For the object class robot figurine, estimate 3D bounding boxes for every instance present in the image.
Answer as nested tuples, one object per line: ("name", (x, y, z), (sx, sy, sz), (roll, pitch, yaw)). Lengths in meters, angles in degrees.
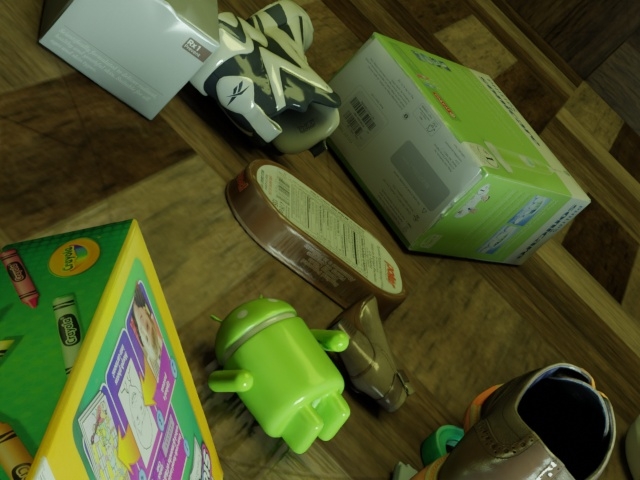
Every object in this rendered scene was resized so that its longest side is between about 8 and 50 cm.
("robot figurine", (-0.029, 0.089, 1.007), (0.101, 0.067, 0.115), (-21, 65, -34))

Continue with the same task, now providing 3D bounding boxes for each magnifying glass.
("magnifying glass", (0.172, 0.217, 1.201), (0.231, 0.026, 0.092), (31, 25, -33))

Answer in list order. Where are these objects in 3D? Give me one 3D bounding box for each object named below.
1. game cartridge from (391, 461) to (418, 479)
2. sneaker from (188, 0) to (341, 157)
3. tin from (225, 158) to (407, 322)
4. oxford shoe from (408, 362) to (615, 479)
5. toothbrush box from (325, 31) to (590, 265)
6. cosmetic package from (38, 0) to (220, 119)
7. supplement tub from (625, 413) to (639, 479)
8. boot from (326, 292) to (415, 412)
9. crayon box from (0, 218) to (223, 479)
("game cartridge", (0.084, 0.206, 1.075), (0.083, 0.017, 0.056), (42, 18, -8))
("sneaker", (-0.035, -0.147, 1.398), (0.153, 0.094, 0.235), (52, 17, 4))
("tin", (0.000, 0.000, 1.269), (0.190, 0.040, 0.106), (37, 27, -20))
("oxford shoe", (0.184, 0.157, 1.123), (0.130, 0.133, 0.364), (46, 22, 6))
("toothbrush box", (0.144, -0.092, 1.576), (0.206, 0.122, 0.283), (54, 24, 22))
("cosmetic package", (-0.167, -0.225, 1.286), (0.127, 0.107, 0.238), (36, 26, -23))
("supplement tub", (0.493, 0.181, 1.435), (0.235, 0.325, 0.235), (37, 23, -19))
("boot", (0.045, 0.094, 1.182), (0.087, 0.042, 0.118), (52, 22, -1))
("crayon box", (-0.118, 0.125, 0.660), (0.278, 0.081, 0.165), (-82, 159, -64))
